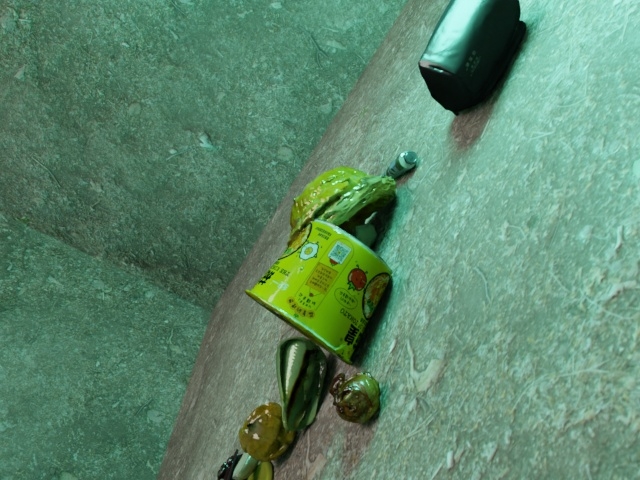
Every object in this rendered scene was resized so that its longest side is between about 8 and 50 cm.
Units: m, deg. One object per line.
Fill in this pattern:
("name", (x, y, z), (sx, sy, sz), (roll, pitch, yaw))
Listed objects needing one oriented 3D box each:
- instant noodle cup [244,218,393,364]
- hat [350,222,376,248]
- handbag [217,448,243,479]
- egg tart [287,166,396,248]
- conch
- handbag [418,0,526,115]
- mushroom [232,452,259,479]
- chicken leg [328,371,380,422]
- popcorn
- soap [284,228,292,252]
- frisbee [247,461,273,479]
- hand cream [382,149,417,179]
("instant noodle cup", (0.012, 0.119, 1.592), (0.254, 0.326, 0.325), (-55, 12, -9))
("hat", (0.116, 0.042, 1.856), (0.147, 0.085, 0.175), (142, 129, -68))
("handbag", (-0.289, 0.754, 1.899), (0.203, 0.074, 0.216), (-60, 9, 25))
("egg tart", (0.043, -0.090, 1.858), (0.388, 0.169, 0.388), (-35, -13, -9))
("conch", (-0.046, 0.365, 1.689), (0.250, 0.144, 0.137), (-99, -5, -49))
("handbag", (0.399, -0.477, 1.604), (0.178, 0.275, 0.301), (26, 86, 33))
("mushroom", (-0.192, 0.602, 1.846), (0.084, 0.071, 0.209), (-34, 23, 44))
("chicken leg", (0.068, 0.338, 1.405), (0.107, 0.087, 0.251), (-44, 3, -11))
("popcorn", (-0.140, 0.516, 1.717), (0.167, 0.152, 0.148), (-31, 62, 22))
("soap", (0.000, 0.000, 2.138), (0.339, 0.169, 0.304), (-160, 88, -77))
("frisbee", (-0.190, 0.719, 1.755), (0.236, 0.017, 0.236), (-57, 13, 22))
("hand cream", (0.233, -0.216, 1.947), (0.088, 0.055, 0.256), (-61, 6, -14))
